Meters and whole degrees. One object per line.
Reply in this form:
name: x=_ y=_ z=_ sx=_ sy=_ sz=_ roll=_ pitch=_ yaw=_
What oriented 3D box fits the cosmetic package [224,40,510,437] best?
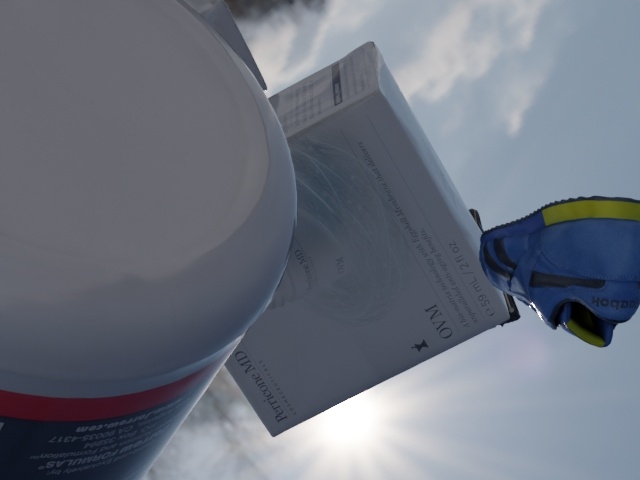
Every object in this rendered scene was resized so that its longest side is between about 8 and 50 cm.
cosmetic package: x=0.000 y=0.000 z=1.313 sx=0.225 sy=0.224 sz=0.138 roll=-28 pitch=-158 yaw=11

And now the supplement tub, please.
supplement tub: x=-0.145 y=0.037 z=0.573 sx=0.272 sy=0.191 sz=0.191 roll=-54 pitch=-174 yaw=39

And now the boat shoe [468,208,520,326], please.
boat shoe: x=0.168 y=0.025 z=1.598 sx=0.038 sy=0.125 sz=0.046 roll=-16 pitch=160 yaw=14

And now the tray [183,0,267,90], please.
tray: x=-0.170 y=-0.240 z=1.599 sx=0.270 sy=0.145 sz=0.030 roll=35 pitch=-104 yaw=33

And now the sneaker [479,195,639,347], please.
sneaker: x=0.145 y=0.028 z=1.000 sx=0.209 sy=0.069 sz=0.082 roll=147 pitch=-56 yaw=-76
